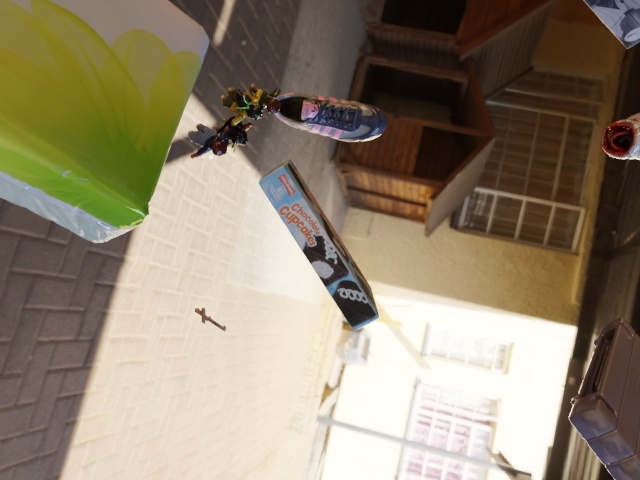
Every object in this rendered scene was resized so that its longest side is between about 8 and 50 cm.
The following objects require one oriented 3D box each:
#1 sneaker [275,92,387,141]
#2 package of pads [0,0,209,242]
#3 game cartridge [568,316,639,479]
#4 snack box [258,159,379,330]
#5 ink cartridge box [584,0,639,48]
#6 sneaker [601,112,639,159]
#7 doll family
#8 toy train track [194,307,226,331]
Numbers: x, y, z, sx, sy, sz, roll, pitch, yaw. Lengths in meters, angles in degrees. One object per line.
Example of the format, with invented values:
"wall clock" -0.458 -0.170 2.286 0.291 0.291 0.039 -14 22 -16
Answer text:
"sneaker" 0.015 -0.333 1.529 0.131 0.319 0.112 -7 106 -65
"package of pads" -0.251 -0.162 0.456 0.101 0.297 0.229 -25 -136 43
"game cartridge" 0.487 0.273 0.849 0.068 0.230 0.355 -37 171 34
"snack box" 0.000 0.000 1.080 0.321 0.060 0.187 57 7 -10
"ink cartridge box" 0.379 -0.424 0.749 0.065 0.333 0.165 -51 -170 -23
"sneaker" 0.669 -0.231 1.222 0.270 0.145 0.090 -86 -178 -68
"doll family" -0.150 -0.207 0.993 0.193 0.111 0.076 -52 138 1
"toy train track" -0.228 0.163 1.187 0.014 0.083 0.048 -43 154 -41
